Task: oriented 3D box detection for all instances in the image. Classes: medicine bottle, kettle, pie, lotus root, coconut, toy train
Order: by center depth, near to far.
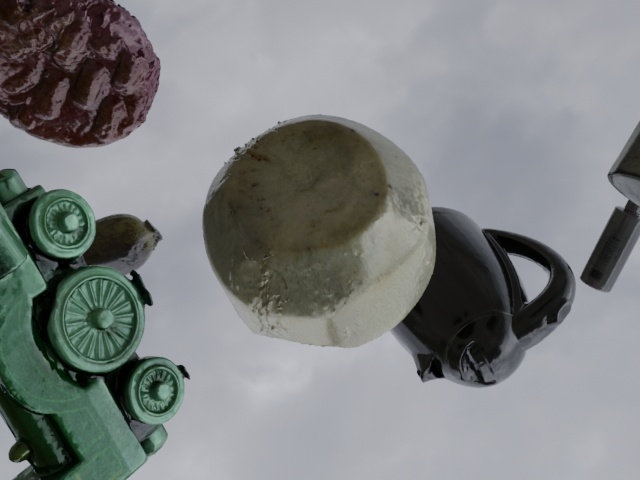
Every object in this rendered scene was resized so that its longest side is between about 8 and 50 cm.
[{"bbox_3d":[-0.146,0.053,0.496,0.071,0.178,0.104,-8,-157,48],"label":"toy train"},{"bbox_3d":[-0.193,-0.127,0.692,0.154,0.154,0.036,-13,-135,18],"label":"pie"},{"bbox_3d":[0.000,0.000,1.025,0.244,0.247,0.245,-4,-117,7],"label":"coconut"},{"bbox_3d":[-0.317,0.015,1.361,0.179,0.089,0.080,-18,-153,-12],"label":"lotus root"},{"bbox_3d":[0.226,0.082,1.368,0.268,0.207,0.290,-32,-152,1],"label":"kettle"},{"bbox_3d":[0.489,-0.013,1.524,0.057,0.057,0.199,41,-64,47],"label":"medicine bottle"}]

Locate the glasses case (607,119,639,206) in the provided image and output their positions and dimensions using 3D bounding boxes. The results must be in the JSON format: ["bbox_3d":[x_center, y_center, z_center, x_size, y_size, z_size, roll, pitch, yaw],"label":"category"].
[{"bbox_3d":[0.413,-0.155,0.963,0.114,0.060,0.299,32,-106,10],"label":"glasses case"}]
